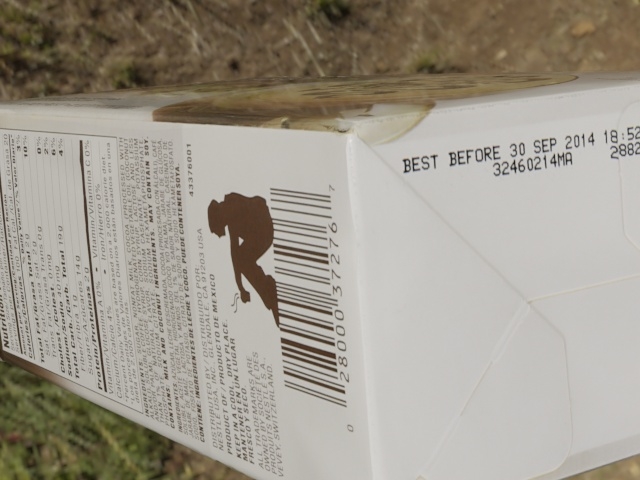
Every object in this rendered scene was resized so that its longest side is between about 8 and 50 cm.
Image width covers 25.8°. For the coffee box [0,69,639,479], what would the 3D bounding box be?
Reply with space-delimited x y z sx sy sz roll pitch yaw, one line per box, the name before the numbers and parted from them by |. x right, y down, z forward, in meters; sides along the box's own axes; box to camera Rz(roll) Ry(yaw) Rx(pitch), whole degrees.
coffee box | 0.000 0.000 0.528 0.168 0.297 0.119 -10 101 -31
